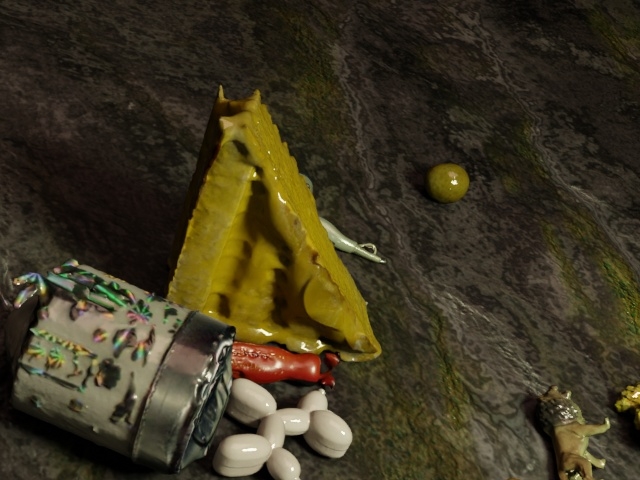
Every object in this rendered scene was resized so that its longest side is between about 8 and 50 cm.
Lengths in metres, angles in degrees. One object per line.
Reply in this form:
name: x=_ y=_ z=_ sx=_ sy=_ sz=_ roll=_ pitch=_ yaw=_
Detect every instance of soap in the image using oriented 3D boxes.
soap: x=-0.020 y=-0.017 z=1.418 sx=0.305 sy=0.338 sz=0.169 roll=12 pitch=41 yaw=-13

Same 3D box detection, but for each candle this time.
candle: x=-0.258 y=0.122 z=1.258 sx=0.330 sy=0.187 sz=0.187 roll=23 pitch=38 yaw=2
candle: x=-0.134 y=0.146 z=1.406 sx=0.329 sy=0.048 sz=0.051 roll=9 pitch=26 yaw=-16

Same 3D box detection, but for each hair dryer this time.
hair dryer: x=-0.017 y=0.005 z=1.645 sx=0.199 sy=0.067 sz=0.167 roll=45 pitch=50 yaw=3

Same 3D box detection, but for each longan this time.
longan: x=0.205 y=-0.099 z=1.849 sx=0.075 sy=0.075 sz=0.083 roll=-2 pitch=40 yaw=-29

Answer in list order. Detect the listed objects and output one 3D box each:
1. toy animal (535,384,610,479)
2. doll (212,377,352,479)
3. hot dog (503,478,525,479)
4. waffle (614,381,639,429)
toy animal: x=0.347 y=0.284 z=1.478 sx=0.086 sy=0.069 sz=0.219 roll=-7 pitch=38 yaw=-4
doll: x=-0.042 y=0.227 z=1.345 sx=0.160 sy=0.059 sz=0.161 roll=17 pitch=38 yaw=-8
hot dog: x=0.219 y=0.373 z=1.260 sx=0.272 sy=0.122 sz=0.196 roll=-2 pitch=51 yaw=-32
waffle: x=0.568 y=0.257 z=1.586 sx=0.291 sy=0.051 sz=0.291 roll=8 pitch=23 yaw=-4
